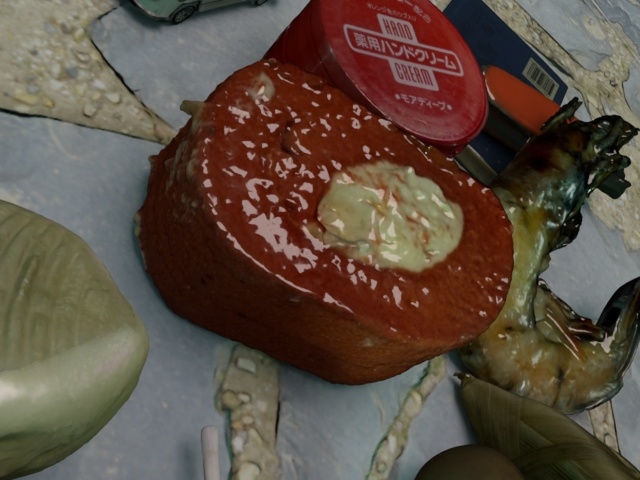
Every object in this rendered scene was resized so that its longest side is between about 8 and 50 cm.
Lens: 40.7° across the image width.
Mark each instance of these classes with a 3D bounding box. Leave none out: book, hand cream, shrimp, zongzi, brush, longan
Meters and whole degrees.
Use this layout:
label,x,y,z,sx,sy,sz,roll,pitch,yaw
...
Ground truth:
label,x,y,z,sx,sy,sz,roll,pitch,yaw
book,0.192,-0.178,1.006,0.191,0.025,0.269,42,44,-8
hand cream,0.044,-0.134,0.780,0.193,0.125,0.193,22,49,-28
shrimp,0.250,0.014,0.851,0.233,0.071,0.365,50,57,-9
zongzi,0.184,0.184,0.667,0.197,0.099,0.194,42,3,1
brush,0.221,-0.131,0.946,0.323,0.051,0.070,28,55,-26
longan,0.109,0.205,0.629,0.113,0.092,0.113,5,90,-70

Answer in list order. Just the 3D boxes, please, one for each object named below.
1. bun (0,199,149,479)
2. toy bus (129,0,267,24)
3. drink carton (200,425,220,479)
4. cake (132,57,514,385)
label,x,y,z,sx,sy,sz,roll,pitch,yaw
bun,-0.208,0.053,0.429,0.237,0.116,0.210,12,24,-27
toy bus,-0.094,-0.261,0.779,0.194,0.089,0.087,-29,82,-45
drink carton,-0.056,0.206,0.500,0.074,0.084,0.200,14,51,-3
cake,0.000,0.000,0.642,0.283,0.151,0.177,32,58,-19
